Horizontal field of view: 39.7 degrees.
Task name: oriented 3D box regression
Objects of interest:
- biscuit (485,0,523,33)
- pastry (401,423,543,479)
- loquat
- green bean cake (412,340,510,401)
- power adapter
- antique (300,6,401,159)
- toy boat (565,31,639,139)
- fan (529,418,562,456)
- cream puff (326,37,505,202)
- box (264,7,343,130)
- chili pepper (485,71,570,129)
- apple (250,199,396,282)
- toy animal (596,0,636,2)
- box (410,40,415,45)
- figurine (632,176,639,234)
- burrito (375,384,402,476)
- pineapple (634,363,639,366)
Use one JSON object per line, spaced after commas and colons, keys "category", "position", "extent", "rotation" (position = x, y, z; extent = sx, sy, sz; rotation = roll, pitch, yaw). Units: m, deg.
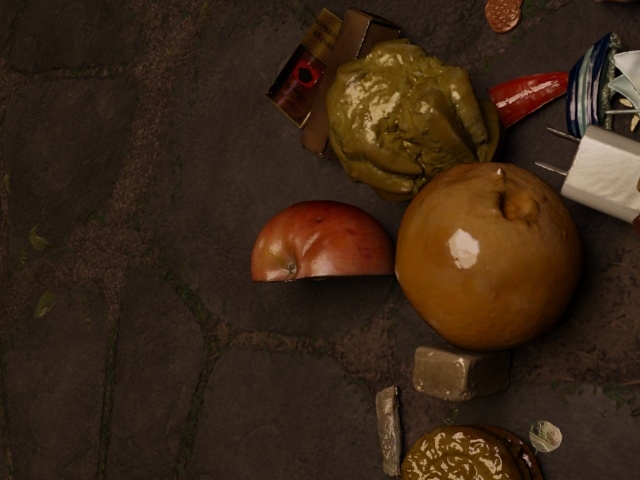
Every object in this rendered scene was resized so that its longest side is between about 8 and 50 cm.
{"category": "biscuit", "position": [0.362, -0.452, 1.739], "extent": [0.078, 0.015, 0.091], "rotation": [-33, 61, 27]}
{"category": "pastry", "position": [0.253, 0.434, 1.529], "extent": [0.240, 0.132, 0.235], "rotation": [-12, 71, 36]}
{"category": "loquat", "position": [0.278, 0.028, 1.489], "extent": [0.328, 0.328, 0.328], "rotation": [-10, 73, 35]}
{"category": "green bean cake", "position": [0.249, 0.225, 1.551], "extent": [0.109, 0.179, 0.085], "rotation": [8, 96, 36]}
{"category": "power adapter", "position": [0.458, -0.124, 1.477], "extent": [0.205, 0.125, 0.130], "rotation": [26, 107, 21]}
{"category": "antique", "position": [0.059, -0.320, 1.852], "extent": [0.087, 0.093, 0.310], "rotation": [38, 115, 44]}
{"category": "toy boat", "position": [0.565, -0.251, 1.502], "extent": [0.291, 0.067, 0.220], "rotation": [1, 91, 34]}
{"category": "fan", "position": [0.380, 0.344, 1.538], "extent": [0.080, 0.003, 0.060], "rotation": [-41, 57, 22]}
{"category": "cream puff", "position": [0.167, -0.193, 1.614], "extent": [0.274, 0.323, 0.270], "rotation": [-45, 33, 3]}
{"category": "box", "position": [-0.002, -0.373, 1.962], "extent": [0.159, 0.071, 0.240], "rotation": [46, 106, 33]}
{"category": "chili pepper", "position": [0.401, -0.273, 1.641], "extent": [0.169, 0.065, 0.088], "rotation": [-20, 81, 25]}
{"category": "apple", "position": [0.000, 0.000, 1.749], "extent": [0.293, 0.251, 0.163], "rotation": [-7, 84, 36]}
{"category": "toy animal", "position": [0.553, -0.491, 1.518], "extent": [0.198, 0.171, 0.171], "rotation": [0, 79, 33]}
{"category": "box", "position": [0.154, -0.358, 1.862], "extent": [0.126, 0.031, 0.091], "rotation": [-35, 60, 27]}
{"category": "figurine", "position": [0.597, -0.131, 1.308], "extent": [0.382, 0.261, 0.186], "rotation": [-51, 26, -16]}
{"category": "burrito", "position": [0.133, 0.365, 1.696], "extent": [0.051, 0.042, 0.171], "rotation": [-23, 64, 42]}
{"category": "pineapple", "position": [0.635, 0.098, 1.345], "extent": [0.334, 0.158, 0.161], "rotation": [-50, 16, 12]}
